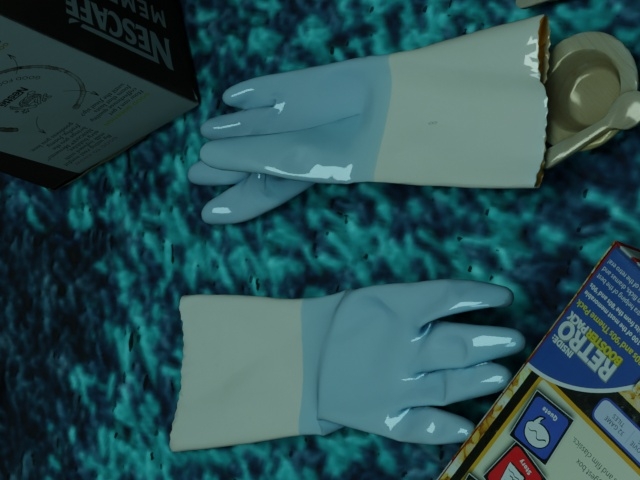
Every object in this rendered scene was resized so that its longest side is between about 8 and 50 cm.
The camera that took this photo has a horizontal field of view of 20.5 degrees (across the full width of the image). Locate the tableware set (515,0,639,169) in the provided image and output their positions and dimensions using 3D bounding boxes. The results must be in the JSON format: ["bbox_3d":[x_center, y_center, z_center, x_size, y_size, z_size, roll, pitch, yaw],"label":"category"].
[{"bbox_3d":[0.144,-0.116,0.784,0.141,0.020,0.168,-28,63,32],"label":"tableware set"}]

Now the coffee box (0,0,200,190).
[{"bbox_3d":[-0.210,-0.153,0.901,0.119,0.297,0.168,-28,62,28],"label":"coffee box"}]

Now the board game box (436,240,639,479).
[{"bbox_3d":[0.120,0.121,0.726,0.193,0.045,0.147,-54,52,15],"label":"board game box"}]

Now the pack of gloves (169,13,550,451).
[{"bbox_3d":[0.000,0.000,0.843,0.232,0.046,0.195,-7,73,44],"label":"pack of gloves"}]
